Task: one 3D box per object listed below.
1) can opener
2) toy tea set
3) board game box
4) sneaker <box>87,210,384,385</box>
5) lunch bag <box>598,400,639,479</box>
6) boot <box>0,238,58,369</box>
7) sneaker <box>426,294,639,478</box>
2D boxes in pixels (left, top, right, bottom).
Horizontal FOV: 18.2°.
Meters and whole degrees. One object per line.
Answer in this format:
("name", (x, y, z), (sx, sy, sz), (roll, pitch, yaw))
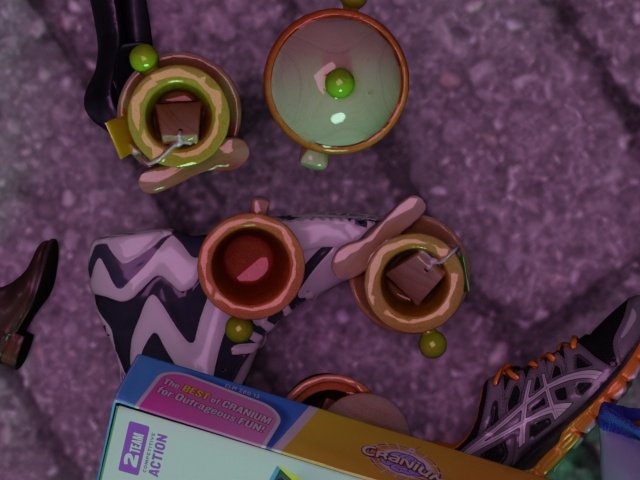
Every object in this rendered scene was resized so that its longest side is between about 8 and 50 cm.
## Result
("can opener", (-0.145, -0.158, 1.485), (0.073, 0.059, 0.186), (-17, 75, 31))
("toy tea set", (0.000, 0.000, 1.333), (0.200, 0.124, 0.336), (-25, 97, -1))
("board game box", (-0.003, 0.232, 1.330), (0.316, 0.064, 0.242), (17, 117, 2))
("sneaker", (-0.047, 0.061, 1.447), (0.235, 0.094, 0.153), (-6, 94, -1))
("lunch bag", (0.349, 0.272, 1.289), (0.239, 0.385, 0.328), (2, 87, 49))
("boot", (-0.262, 0.032, 1.498), (0.114, 0.037, 0.106), (20, 87, 11))
("sneaker", (0.159, 0.114, 1.426), (0.083, 0.084, 0.215), (43, 93, 11))
